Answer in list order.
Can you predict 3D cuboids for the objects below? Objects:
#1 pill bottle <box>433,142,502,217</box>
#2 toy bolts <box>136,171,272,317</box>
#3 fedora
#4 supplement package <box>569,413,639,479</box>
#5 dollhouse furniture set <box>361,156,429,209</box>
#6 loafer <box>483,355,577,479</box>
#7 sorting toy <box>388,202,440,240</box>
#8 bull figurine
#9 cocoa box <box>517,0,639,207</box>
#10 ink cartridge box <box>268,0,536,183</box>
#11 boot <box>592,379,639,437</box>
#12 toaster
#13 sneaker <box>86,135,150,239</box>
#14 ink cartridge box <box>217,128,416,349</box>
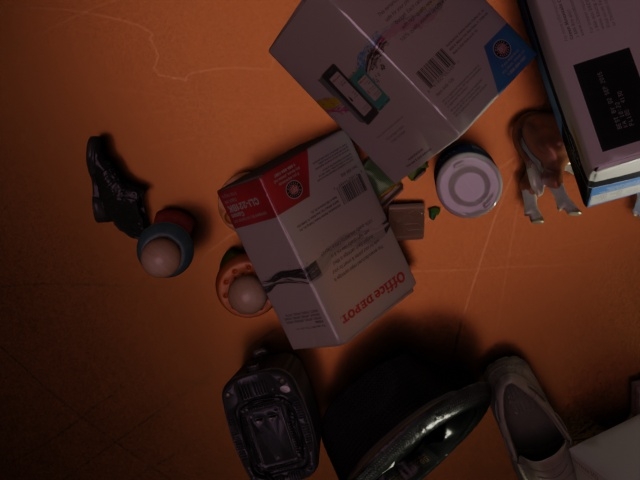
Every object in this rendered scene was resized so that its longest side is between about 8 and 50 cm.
[{"bbox_3d":[0.215,-0.093,1.463,0.094,0.169,0.094,1,102,5],"label":"pill bottle"},{"bbox_3d":[-0.165,0.004,1.514,0.229,0.158,0.218,8,103,-3],"label":"toy bolts"},{"bbox_3d":[0.103,0.289,1.541,0.334,0.334,0.152,-45,66,13],"label":"fedora"},{"bbox_3d":[0.535,0.377,1.463,0.204,0.262,0.145,-22,107,-14],"label":"supplement package"},{"bbox_3d":[0.115,-0.113,1.524,0.152,0.058,0.076,-43,96,13],"label":"dollhouse furniture set"},{"bbox_3d":[0.350,0.338,1.582,0.112,0.111,0.319,-28,99,11],"label":"loafer"},{"bbox_3d":[0.148,-0.031,1.561,0.083,0.012,0.062,-3,116,-3],"label":"sorting toy"},{"bbox_3d":[0.439,-0.117,1.462,0.311,0.101,0.188,2,77,11],"label":"bull figurine"},{"bbox_3d":[0.414,-0.253,1.323,0.232,0.228,0.347,-17,76,9],"label":"cocoa box"},{"bbox_3d":[0.109,-0.263,1.378,0.270,0.197,0.198,46,63,-4],"label":"ink cartridge box"},{"bbox_3d":[0.496,0.271,1.592,0.107,0.037,0.114,1,107,-9],"label":"boot"},{"bbox_3d":[-0.068,0.288,1.589,0.129,0.146,0.226,-17,100,9],"label":"toaster"},{"bbox_3d":[-0.318,-0.083,1.576,0.089,0.051,0.170,0,108,5],"label":"sneaker"},{"bbox_3d":[0.000,0.000,1.481,0.114,0.197,0.272,-15,104,48],"label":"ink cartridge box"}]
